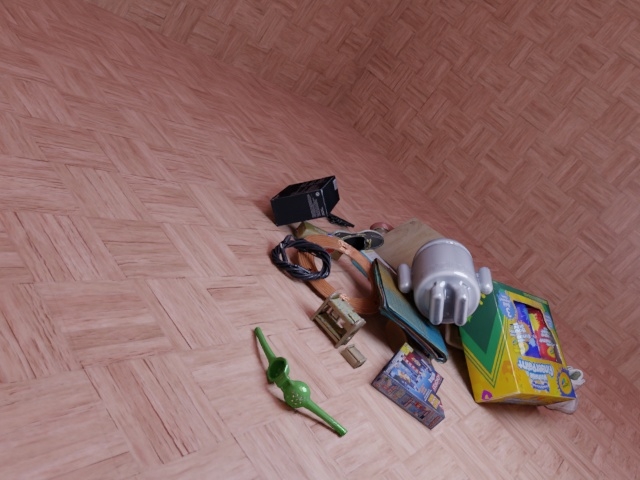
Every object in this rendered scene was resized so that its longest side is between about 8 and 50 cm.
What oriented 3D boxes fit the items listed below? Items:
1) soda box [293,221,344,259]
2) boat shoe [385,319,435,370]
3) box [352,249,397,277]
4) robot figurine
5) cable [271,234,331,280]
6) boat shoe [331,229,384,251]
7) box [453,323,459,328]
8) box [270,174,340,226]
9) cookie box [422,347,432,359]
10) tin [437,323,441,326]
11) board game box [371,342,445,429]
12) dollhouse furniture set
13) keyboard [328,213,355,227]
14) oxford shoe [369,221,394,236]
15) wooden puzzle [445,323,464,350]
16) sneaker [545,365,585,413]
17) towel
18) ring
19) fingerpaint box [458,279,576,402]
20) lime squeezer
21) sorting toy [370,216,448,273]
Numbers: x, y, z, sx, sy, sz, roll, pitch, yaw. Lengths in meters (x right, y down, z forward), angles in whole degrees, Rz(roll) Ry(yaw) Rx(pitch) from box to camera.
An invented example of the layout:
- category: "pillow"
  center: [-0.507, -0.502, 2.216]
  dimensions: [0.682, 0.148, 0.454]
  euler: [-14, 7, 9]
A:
- category: "soda box"
  center: [0.000, 0.000, 1.914]
  dimensions: [0.181, 0.061, 0.058]
  euler: [25, 24, -31]
- category: "boat shoe"
  center: [0.264, 0.325, 1.642]
  dimensions: [0.073, 0.073, 0.207]
  euler: [2, 49, -40]
- category: "box"
  center: [0.232, 0.136, 2.011]
  dimensions: [0.244, 0.060, 0.100]
  euler: [46, 22, 21]
- category: "robot figurine"
  center: [0.394, 0.123, 1.768]
  dimensions: [0.299, 0.200, 0.353]
  euler: [4, 29, 4]
- category: "cable"
  center: [-0.053, 0.055, 1.651]
  dimensions: [0.184, 0.047, 0.150]
  euler: [34, 41, 15]
- category: "boat shoe"
  center: [0.144, 0.008, 2.059]
  dimensions: [0.227, 0.081, 0.069]
  euler: [1, 28, -27]
- category: "box"
  center: [0.473, 0.205, 1.958]
  dimensions: [0.190, 0.045, 0.184]
  euler: [35, 44, -20]
- category: "box"
  center: [-0.047, -0.142, 1.947]
  dimensions: [0.261, 0.184, 0.103]
  euler: [-55, 135, -70]
- category: "cookie box"
  center: [0.297, 0.335, 1.719]
  dimensions: [0.107, 0.040, 0.092]
  euler: [46, 21, 20]
- category: "tin"
  center: [0.378, 0.247, 2.055]
  dimensions: [0.106, 0.040, 0.190]
  euler: [11, 33, -44]
- category: "board game box"
  center: [0.252, 0.391, 1.477]
  dimensions: [0.194, 0.060, 0.194]
  euler: [44, 28, 10]
- category: "dollhouse furniture set"
  center: [0.097, 0.233, 1.517]
  dimensions: [0.182, 0.101, 0.161]
  euler: [46, 22, 21]
- category: "keyboard"
  center: [0.050, -0.086, 2.247]
  dimensions: [0.192, 0.038, 0.100]
  euler: [24, 1, -31]
- category: "oxford shoe"
  center: [0.342, 0.061, 2.329]
  dimensions: [0.348, 0.123, 0.130]
  euler: [27, 44, -20]
- category: "wooden puzzle"
  center: [0.574, 0.297, 2.073]
  dimensions: [0.347, 0.080, 0.322]
  euler: [29, 49, -22]
- category: "sneaker"
  center: [0.967, 0.574, 2.151]
  dimensions: [0.292, 0.169, 0.108]
  euler: [18, 26, -46]
- category: "towel"
  center: [0.271, 0.209, 1.744]
  dimensions: [0.271, 0.040, 0.370]
  euler: [41, 15, -13]
- category: "ring"
  center: [0.068, 0.109, 1.773]
  dimensions: [0.336, 0.032, 0.337]
  euler: [27, 31, -18]
- category: "fingerpaint box"
  center: [0.667, 0.362, 1.902]
  dimensions: [0.444, 0.163, 0.371]
  euler: [19, 55, -42]
- category: "lime squeezer"
  center: [-0.060, 0.293, 1.189]
  dimensions: [0.310, 0.059, 0.110]
  euler: [45, 22, 21]
- category: "sorting toy"
  center: [0.356, 0.058, 2.142]
  dimensions: [0.257, 0.089, 0.255]
  euler: [-30, 48, -24]
